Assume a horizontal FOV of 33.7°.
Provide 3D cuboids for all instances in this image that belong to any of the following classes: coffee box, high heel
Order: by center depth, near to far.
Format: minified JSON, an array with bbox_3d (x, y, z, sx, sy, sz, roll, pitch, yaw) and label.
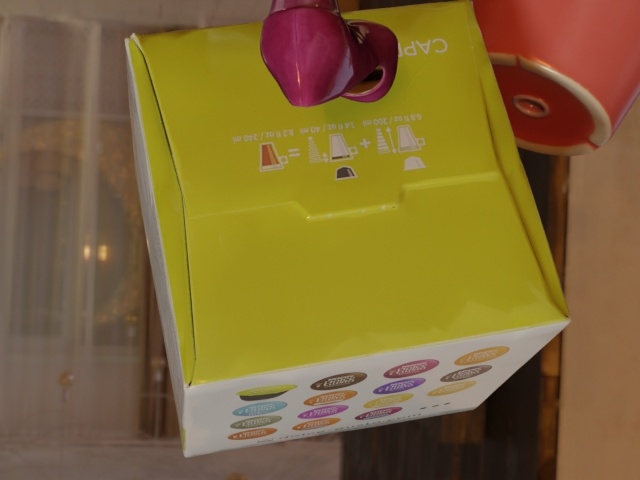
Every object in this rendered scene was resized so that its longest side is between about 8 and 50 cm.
[{"bbox_3d":[0.013,-0.117,0.782,0.082,0.117,0.244,-3,167,9],"label":"high heel"},{"bbox_3d":[0.000,0.000,1.060,0.338,0.338,0.334,-9,160,-11],"label":"coffee box"}]

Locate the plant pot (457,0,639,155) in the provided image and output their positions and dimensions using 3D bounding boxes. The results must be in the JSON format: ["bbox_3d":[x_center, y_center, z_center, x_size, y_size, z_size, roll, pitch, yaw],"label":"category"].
[{"bbox_3d":[0.267,-0.243,1.156,0.275,0.243,0.275,23,163,7],"label":"plant pot"}]
